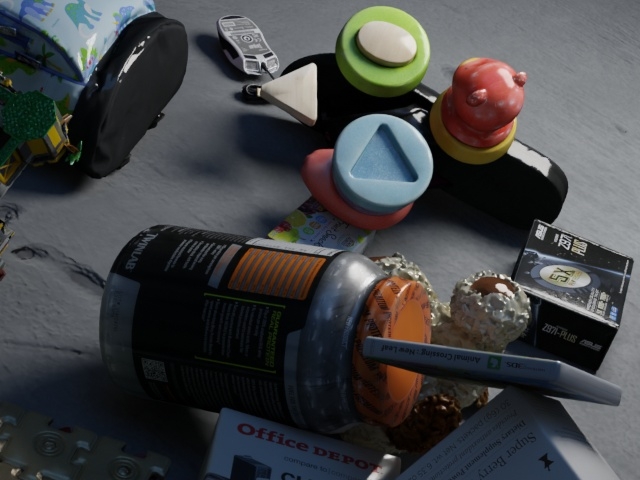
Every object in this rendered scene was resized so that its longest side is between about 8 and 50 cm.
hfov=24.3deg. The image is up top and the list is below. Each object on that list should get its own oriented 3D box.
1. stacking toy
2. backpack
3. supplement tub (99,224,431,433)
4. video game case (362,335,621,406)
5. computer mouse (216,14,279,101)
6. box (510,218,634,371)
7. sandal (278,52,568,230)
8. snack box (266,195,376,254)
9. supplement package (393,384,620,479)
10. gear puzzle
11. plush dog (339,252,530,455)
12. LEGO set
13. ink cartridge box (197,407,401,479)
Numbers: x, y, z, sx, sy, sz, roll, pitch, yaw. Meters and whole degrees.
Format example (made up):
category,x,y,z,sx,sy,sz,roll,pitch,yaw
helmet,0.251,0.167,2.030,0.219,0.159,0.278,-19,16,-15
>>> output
category,x,y,z,sx,sy,sz,roll,pitch,yaw
stacking toy,0.098,-0.188,1.960,0.309,0.130,0.279,-37,80,-21
backpack,-0.389,-0.270,1.971,0.356,0.273,0.290,15,39,15
supplement tub,-0.056,0.095,1.568,0.316,0.193,0.193,9,30,23
video game case,0.170,0.128,1.440,0.193,0.023,0.212,6,-9,27
computer mouse,-0.100,-0.272,2.265,0.106,0.042,0.193,-10,49,-29
box,0.323,0.069,1.966,0.147,0.077,0.180,23,35,6
sandal,0.130,-0.131,2.087,0.446,0.167,0.107,25,52,9
snack box,0.000,0.000,1.939,0.100,0.037,0.141,29,35,12
supplement package,0.224,0.308,1.401,0.293,0.177,0.175,53,12,23
gear puzzle,-0.330,0.229,1.467,0.339,0.044,0.175,18,36,4
plush dog,0.099,0.155,1.690,0.262,0.210,0.225,12,38,43
LEGO set,-0.437,-0.092,1.692,0.331,0.192,0.255,22,71,12
ink cartridge box,-0.035,0.308,1.430,0.197,0.114,0.273,16,33,-5
